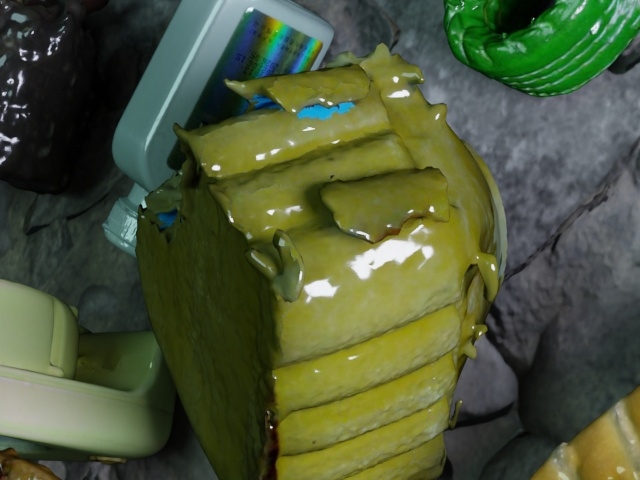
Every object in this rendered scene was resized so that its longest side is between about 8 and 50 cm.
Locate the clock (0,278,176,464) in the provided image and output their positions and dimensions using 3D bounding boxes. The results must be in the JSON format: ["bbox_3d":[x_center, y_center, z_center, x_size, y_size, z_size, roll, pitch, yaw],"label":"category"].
[{"bbox_3d":[-0.306,0.091,1.297,0.286,0.348,0.117,-5,73,41],"label":"clock"}]

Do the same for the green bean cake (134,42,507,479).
[{"bbox_3d":[0.000,0.000,1.119,0.310,0.202,0.285,99,150,-52],"label":"green bean cake"}]

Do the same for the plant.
[{"bbox_3d":[-0.273,-0.157,1.473,0.178,0.204,0.234,15,83,21],"label":"plant"}]

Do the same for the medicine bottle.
[{"bbox_3d":[-0.090,-0.091,1.319,0.083,0.121,0.229,37,102,43],"label":"medicine bottle"}]

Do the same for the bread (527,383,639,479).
[{"bbox_3d":[0.249,0.184,0.923,0.239,0.111,0.246,-43,54,27],"label":"bread"}]

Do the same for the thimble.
[{"bbox_3d":[0.153,-0.162,1.144,0.130,0.090,0.118,-8,69,40],"label":"thimble"}]

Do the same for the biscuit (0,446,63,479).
[{"bbox_3d":[-0.247,0.292,1.239,0.296,0.075,0.295,-2,84,22],"label":"biscuit"}]
